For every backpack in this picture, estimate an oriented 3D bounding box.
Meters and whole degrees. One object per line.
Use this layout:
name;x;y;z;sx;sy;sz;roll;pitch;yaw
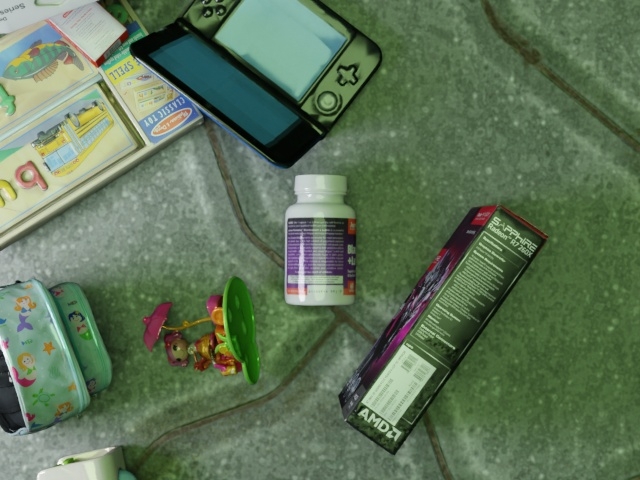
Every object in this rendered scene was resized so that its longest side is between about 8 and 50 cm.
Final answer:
backpack;-0.414;0.164;1.647;0.191;0.253;0.225;-19;87;-19

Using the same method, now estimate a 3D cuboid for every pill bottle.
pill bottle;0.000;0.000;1.709;0.108;0.108;0.193;0;89;2

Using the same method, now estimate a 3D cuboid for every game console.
game console;-0.087;-0.278;1.686;0.293;0.173;0.250;38;90;1

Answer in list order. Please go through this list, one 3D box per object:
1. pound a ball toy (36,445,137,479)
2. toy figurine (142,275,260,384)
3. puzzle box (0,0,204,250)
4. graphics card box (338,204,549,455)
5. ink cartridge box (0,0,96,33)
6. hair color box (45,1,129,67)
pound a ball toy;-0.317;0.476;1.657;0.136;0.208;0.319;-12;88;1
toy figurine;-0.189;0.147;1.727;0.159;0.130;0.173;-8;113;15
puzzle box;-0.419;-0.186;1.731;0.409;0.052;0.272;-34;89;-6
graphics card box;0.167;0.119;1.641;0.094;0.233;0.371;34;91;-2
ink cartridge box;-0.409;-0.459;1.652;0.211;0.121;0.289;-21;50;0
hair color box;-0.363;-0.333;1.700;0.141;0.043;0.072;43;82;0
